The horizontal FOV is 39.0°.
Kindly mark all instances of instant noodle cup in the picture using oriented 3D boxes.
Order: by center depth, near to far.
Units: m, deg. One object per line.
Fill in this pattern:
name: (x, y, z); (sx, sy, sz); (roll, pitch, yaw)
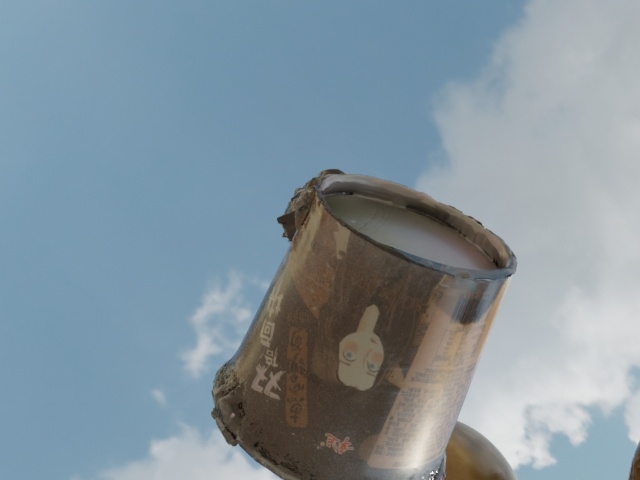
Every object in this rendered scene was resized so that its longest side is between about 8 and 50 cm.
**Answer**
instant noodle cup: (0.041, 0.072, 0.746); (0.217, 0.217, 0.207); (41, -62, 40)

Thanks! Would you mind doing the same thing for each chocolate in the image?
chocolate: (0.000, 0.000, 1.712); (0.224, 0.206, 0.177); (34, -138, 19)

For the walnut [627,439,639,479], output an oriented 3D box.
walnut: (0.305, 0.208, 0.698); (0.137, 0.137, 0.245); (24, -68, 39)

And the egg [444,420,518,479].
egg: (0.139, 0.433, 1.280); (0.301, 0.301, 0.374); (21, -73, 38)
